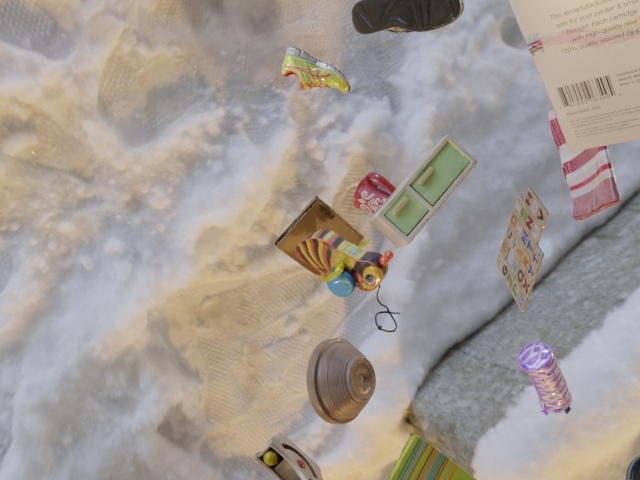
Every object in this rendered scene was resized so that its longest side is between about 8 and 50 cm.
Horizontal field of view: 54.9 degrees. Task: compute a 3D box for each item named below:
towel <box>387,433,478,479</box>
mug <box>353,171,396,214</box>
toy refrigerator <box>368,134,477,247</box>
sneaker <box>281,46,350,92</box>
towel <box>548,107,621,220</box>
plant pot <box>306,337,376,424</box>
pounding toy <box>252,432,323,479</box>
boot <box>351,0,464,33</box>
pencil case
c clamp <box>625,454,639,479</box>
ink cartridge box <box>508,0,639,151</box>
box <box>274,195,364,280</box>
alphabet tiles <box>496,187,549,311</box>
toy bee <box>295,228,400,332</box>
[{"bbox_3d":[0.220,0.425,0.993,0.237,0.021,0.102,37,64,2],"label":"towel"},{"bbox_3d":[0.193,-0.124,1.877,0.113,0.169,0.150,-63,150,-1],"label":"mug"},{"bbox_3d":[0.246,-0.117,1.471,0.102,0.094,0.269,42,79,-3],"label":"toy refrigerator"},{"bbox_3d":[-0.016,-0.452,1.717,0.208,0.081,0.094,27,92,5],"label":"sneaker"},{"bbox_3d":[0.671,-0.229,1.588,0.037,0.237,0.329,-10,80,0],"label":"towel"},{"bbox_3d":[0.078,0.388,1.716,0.237,0.109,0.238,19,65,-46],"label":"plant pot"},{"bbox_3d":[-0.088,0.687,1.723,0.269,0.154,0.155,43,98,-3],"label":"pounding toy"},{"bbox_3d":[0.201,-0.455,1.200,0.178,0.236,0.085,-28,117,-43],"label":"boot"},{"bbox_3d":[0.546,0.339,1.504,0.088,0.086,0.206,-36,120,-5],"label":"pencil case"},{"bbox_3d":[0.334,0.258,0.521,0.137,0.161,0.022,0,136,8],"label":"c clamp"},{"bbox_3d":[0.358,-0.282,0.709,0.270,0.198,0.197,54,49,-30],"label":"ink cartridge box"},{"bbox_3d":[0.000,0.000,1.583,0.164,0.021,0.201,-48,129,4],"label":"box"},{"bbox_3d":[0.464,0.010,1.411,0.009,0.198,0.237,4,122,-5],"label":"alphabet tiles"},{"bbox_3d":[0.095,0.056,1.453,0.298,0.162,0.195,26,39,-11],"label":"toy bee"}]
